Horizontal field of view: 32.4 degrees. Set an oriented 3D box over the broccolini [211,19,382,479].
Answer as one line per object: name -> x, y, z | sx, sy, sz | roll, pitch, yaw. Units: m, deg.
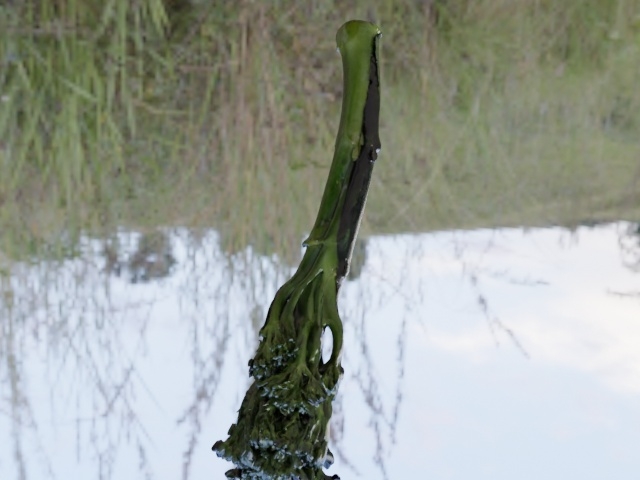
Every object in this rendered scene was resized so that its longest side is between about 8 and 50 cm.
broccolini -> 0.000, 0.000, 0.491 | 0.054, 0.239, 0.051 | 9, 157, 4
